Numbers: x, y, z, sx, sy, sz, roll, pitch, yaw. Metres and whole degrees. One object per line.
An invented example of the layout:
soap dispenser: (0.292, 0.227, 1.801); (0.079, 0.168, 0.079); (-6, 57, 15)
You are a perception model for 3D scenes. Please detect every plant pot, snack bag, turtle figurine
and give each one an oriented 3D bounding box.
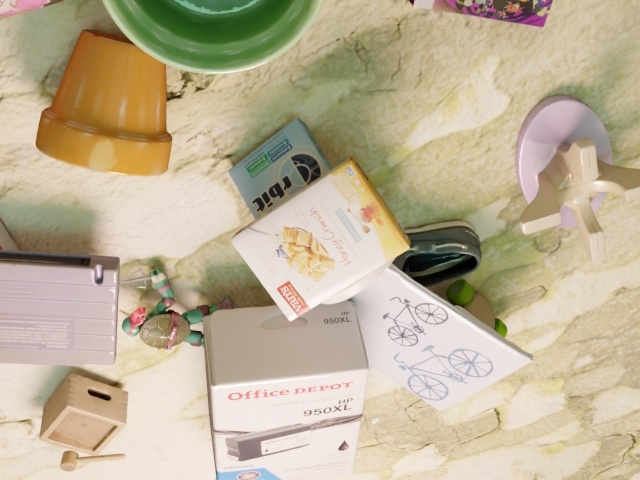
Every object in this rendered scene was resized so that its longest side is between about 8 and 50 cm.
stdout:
plant pot: (-0.320, -0.218, 1.337); (0.205, 0.205, 0.188); (10, 106, -15)
snack bag: (0.179, 0.188, 1.649); (0.342, 0.037, 0.323); (33, 144, -7)
turtle figurine: (-0.288, 0.152, 1.624); (0.234, 0.118, 0.175); (8, 130, -25)

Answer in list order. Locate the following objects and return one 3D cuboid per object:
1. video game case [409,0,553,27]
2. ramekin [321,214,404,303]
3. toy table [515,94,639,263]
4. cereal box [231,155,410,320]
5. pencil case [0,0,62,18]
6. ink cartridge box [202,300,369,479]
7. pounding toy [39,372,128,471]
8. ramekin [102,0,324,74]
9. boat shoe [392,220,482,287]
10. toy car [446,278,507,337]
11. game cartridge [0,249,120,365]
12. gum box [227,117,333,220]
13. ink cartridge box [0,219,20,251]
video game case: (0.274, -0.454, 1.356); (0.232, 0.042, 0.210); (6, 122, -13)
ramekin: (0.034, 0.000, 1.524); (0.207, 0.207, 0.109); (-35, 113, 14)
toy table: (0.456, -0.104, 1.545); (0.252, 0.161, 0.274); (-27, 124, 9)
cereal box: (0.000, 0.000, 1.399); (0.240, 0.047, 0.173); (-33, 100, 14)
pencil case: (-0.486, -0.392, 1.210); (0.386, 0.167, 0.160); (-13, 91, -1)
ink cartridge box: (-0.072, 0.307, 1.668); (0.285, 0.166, 0.395); (-6, 138, -9)
pounding toy: (-0.473, 0.379, 1.759); (0.181, 0.094, 0.206); (25, 125, -29)
ramekin: (-0.141, -0.389, 1.148); (0.303, 0.148, 0.303); (-3, 124, -4)
boat shoe: (0.149, 0.048, 1.630); (0.319, 0.099, 0.116); (-15, 126, 1)
toy car: (0.252, 0.189, 1.748); (0.188, 0.149, 0.155); (-20, 125, 39)
game cartridge: (-0.535, 0.118, 1.515); (0.355, 0.068, 0.230); (4, 127, -10)
gum box: (-0.051, -0.088, 1.469); (0.157, 0.184, 0.041); (-35, 161, 14)
ink cartridge box: (-0.616, 0.032, 1.519); (0.150, 0.063, 0.109); (-18, 124, 4)
